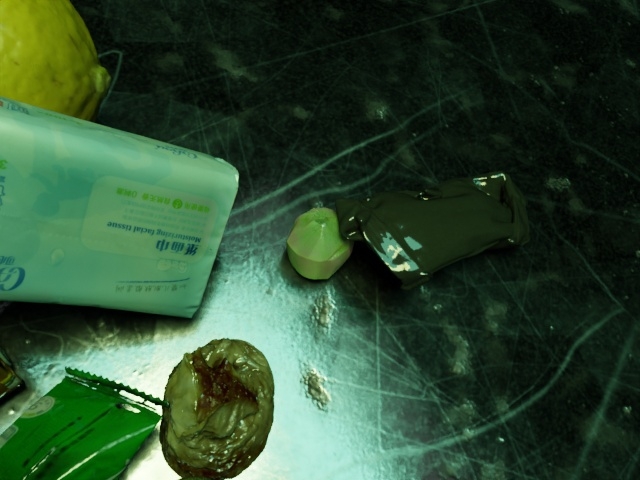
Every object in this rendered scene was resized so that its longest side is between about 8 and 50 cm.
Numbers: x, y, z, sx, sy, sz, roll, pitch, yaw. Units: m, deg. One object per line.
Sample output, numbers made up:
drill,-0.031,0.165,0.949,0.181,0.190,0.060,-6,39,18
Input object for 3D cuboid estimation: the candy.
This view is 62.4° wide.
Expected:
candy,-0.246,0.213,0.475,0.141,0.078,0.203,18,58,17

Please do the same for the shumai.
shumai,-0.105,0.176,0.540,0.123,0.105,0.139,20,87,-7

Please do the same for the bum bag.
bum bag,0.163,-0.018,0.686,0.326,0.079,0.142,-12,59,-31

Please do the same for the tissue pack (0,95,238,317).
tissue pack,-0.226,-0.023,0.512,0.263,0.089,0.177,12,103,-34

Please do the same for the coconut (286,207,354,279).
coconut,0.000,0.000,0.651,0.083,0.081,0.082,6,51,3

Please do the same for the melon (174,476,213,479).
melon,-0.150,0.280,0.470,0.162,0.099,0.099,-38,78,-28

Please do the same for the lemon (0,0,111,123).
lemon,-0.387,-0.183,0.558,0.320,0.245,0.245,6,64,-6

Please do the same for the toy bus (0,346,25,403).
toy bus,-0.391,0.083,0.498,0.098,0.114,0.201,-38,78,-26
